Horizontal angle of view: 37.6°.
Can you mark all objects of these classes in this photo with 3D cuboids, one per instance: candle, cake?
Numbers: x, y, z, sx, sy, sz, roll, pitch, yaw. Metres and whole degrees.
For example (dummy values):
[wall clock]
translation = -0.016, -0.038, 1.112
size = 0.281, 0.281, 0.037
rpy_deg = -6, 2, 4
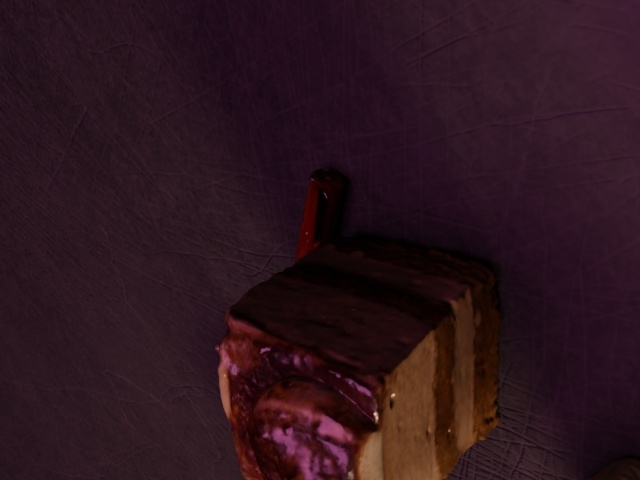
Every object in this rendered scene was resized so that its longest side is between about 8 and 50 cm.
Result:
[candle]
translation = 0.000, 0.000, 1.003
size = 0.053, 0.048, 0.162
rpy_deg = -116, 30, -51
[cake]
translation = 0.023, 0.139, 0.870
size = 0.198, 0.293, 0.196
rpy_deg = 15, 122, 32

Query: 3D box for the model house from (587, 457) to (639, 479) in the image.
[model house]
translation = 0.276, 0.305, 0.795
size = 0.234, 0.193, 0.175
rpy_deg = 55, 136, 11
